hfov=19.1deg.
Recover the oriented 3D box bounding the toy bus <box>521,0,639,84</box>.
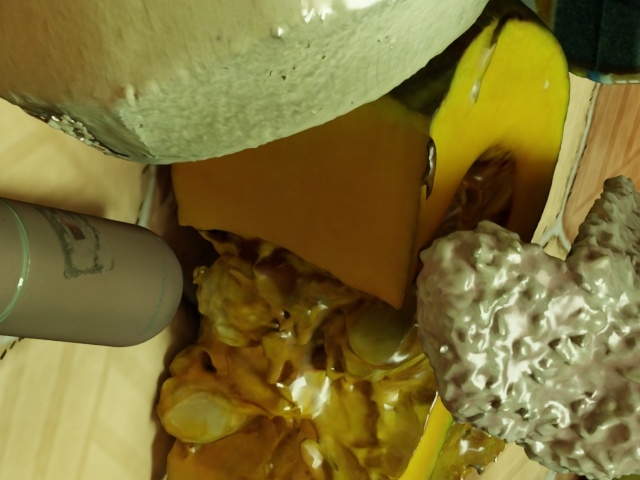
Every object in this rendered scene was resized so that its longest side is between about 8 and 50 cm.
[{"bbox_3d":[0.132,-0.225,0.888,0.138,0.167,0.275,-34,135,-45],"label":"toy bus"}]

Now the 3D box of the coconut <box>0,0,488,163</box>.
[{"bbox_3d":[-0.043,-0.153,0.604,0.224,0.224,0.234,-38,110,-42],"label":"coconut"}]

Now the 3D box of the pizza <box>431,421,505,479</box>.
[{"bbox_3d":[0.031,0.146,1.047,0.161,0.086,0.305,21,91,-62],"label":"pizza"}]

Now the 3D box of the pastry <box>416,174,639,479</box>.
[{"bbox_3d":[0.128,0.035,0.842,0.265,0.112,0.103,-17,136,-64],"label":"pastry"}]

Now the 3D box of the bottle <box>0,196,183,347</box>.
[{"bbox_3d":[-0.110,0.013,0.753,0.140,0.053,0.053,12,98,-61],"label":"bottle"}]

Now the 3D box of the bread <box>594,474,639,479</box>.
[{"bbox_3d":[0.273,0.190,1.431,0.156,0.158,0.260,-8,116,-46],"label":"bread"}]

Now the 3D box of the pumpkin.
[{"bbox_3d":[0.001,0.000,0.844,0.280,0.139,0.190,-68,156,-8],"label":"pumpkin"}]
